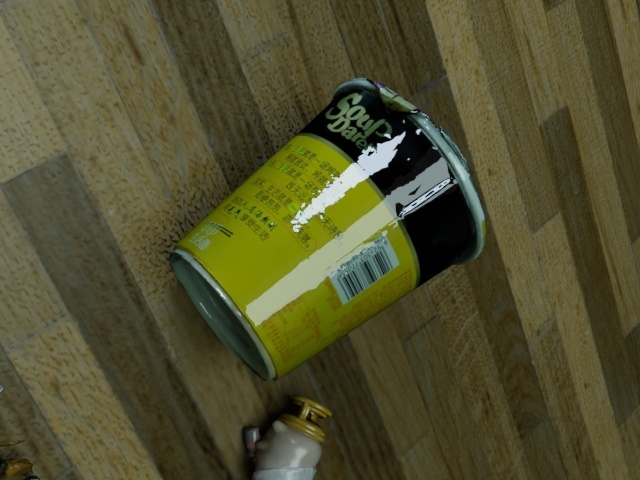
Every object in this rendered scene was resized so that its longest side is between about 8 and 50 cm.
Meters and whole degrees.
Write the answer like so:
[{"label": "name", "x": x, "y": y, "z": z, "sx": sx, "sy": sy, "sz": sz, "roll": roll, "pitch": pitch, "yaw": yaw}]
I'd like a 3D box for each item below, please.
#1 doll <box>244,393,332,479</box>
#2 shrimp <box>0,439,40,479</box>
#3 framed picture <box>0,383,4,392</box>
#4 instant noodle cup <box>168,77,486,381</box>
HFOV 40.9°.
[{"label": "doll", "x": -0.043, "y": 0.217, "z": 0.861, "sx": 0.084, "sy": 0.073, "sz": 0.127, "roll": 27, "pitch": 74, "yaw": -4}, {"label": "shrimp", "x": -0.334, "y": 0.221, "z": 0.639, "sx": 0.248, "sy": 0.068, "sz": 0.150, "roll": -19, "pitch": 121, "yaw": -29}, {"label": "framed picture", "x": -0.298, "y": 0.113, "z": 0.654, "sx": 0.089, "sy": 0.006, "sz": 0.066, "roll": 36, "pitch": 73, "yaw": -5}, {"label": "instant noodle cup", "x": 0.000, "y": 0.000, "z": 0.782, "sx": 0.236, "sy": 0.215, "sz": 0.216, "roll": -38, "pitch": 118, "yaw": -19}]
